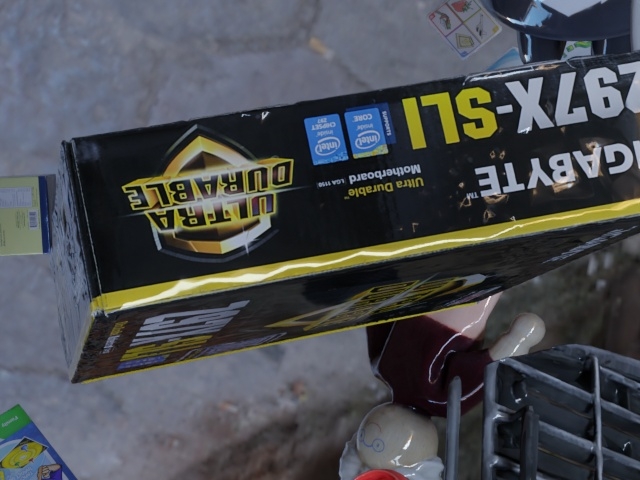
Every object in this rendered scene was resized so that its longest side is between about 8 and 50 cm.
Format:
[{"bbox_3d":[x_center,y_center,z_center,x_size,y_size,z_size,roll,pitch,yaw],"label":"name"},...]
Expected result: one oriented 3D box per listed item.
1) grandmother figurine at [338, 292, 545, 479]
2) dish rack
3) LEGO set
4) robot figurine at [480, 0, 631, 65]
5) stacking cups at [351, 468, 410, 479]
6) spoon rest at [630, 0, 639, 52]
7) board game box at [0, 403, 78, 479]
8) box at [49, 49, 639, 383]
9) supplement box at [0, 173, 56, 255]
[{"bbox_3d":[0.098,0.067,1.259,0.104,0.342,0.208,16,-177,-27],"label":"grandmother figurine"},{"bbox_3d":[0.089,0.166,0.359,0.208,0.272,0.074,25,144,-28],"label":"dish rack"},{"bbox_3d":[0.188,-0.240,1.387,0.182,0.244,0.060,-38,140,6],"label":"LEGO set"},{"bbox_3d":[0.193,-0.258,1.104,0.209,0.173,0.278,-20,131,-13],"label":"robot figurine"},{"bbox_3d":[0.126,0.259,1.058,0.096,0.096,0.316,-15,142,35],"label":"stacking cups"},{"bbox_3d":[0.220,-0.150,0.778,0.137,0.276,0.084,-6,100,27],"label":"spoon rest"},{"bbox_3d":[-0.224,0.198,0.860,0.136,0.201,0.035,43,155,34],"label":"board game box"},{"bbox_3d":[0.000,0.000,0.737,0.257,0.079,0.322,-9,172,-13],"label":"box"},{"bbox_3d":[-0.322,-0.027,1.567,0.083,0.083,0.056,-2,-176,1],"label":"supplement box"}]
